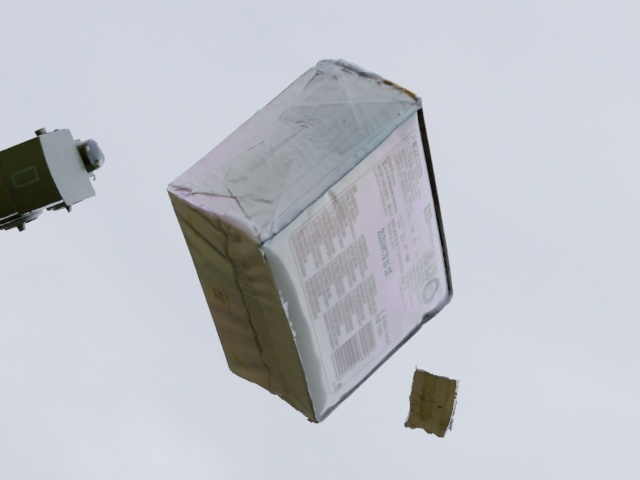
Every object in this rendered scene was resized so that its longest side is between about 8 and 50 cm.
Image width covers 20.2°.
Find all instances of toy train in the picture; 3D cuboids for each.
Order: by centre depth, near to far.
[{"bbox_3d":[-0.326,-0.045,1.775,0.225,0.137,0.090,-21,-87,17],"label":"toy train"}]

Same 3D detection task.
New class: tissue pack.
[{"bbox_3d":[0.000,0.000,1.430,0.124,0.185,0.225,29,-30,34],"label":"tissue pack"}]

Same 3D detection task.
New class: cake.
[{"bbox_3d":[0.114,0.158,1.808,0.052,0.065,0.121,15,-11,6],"label":"cake"}]
